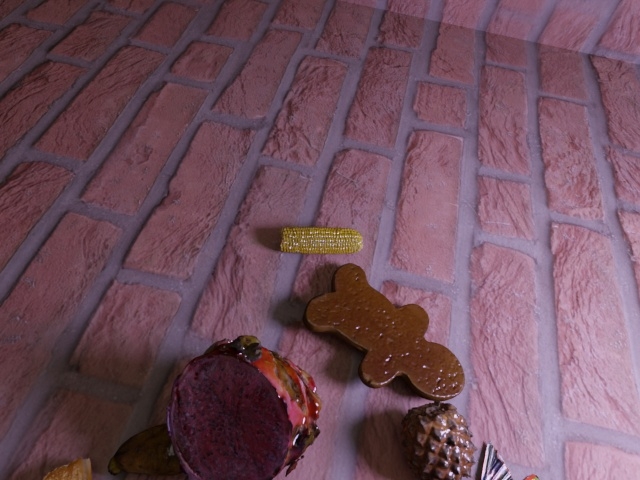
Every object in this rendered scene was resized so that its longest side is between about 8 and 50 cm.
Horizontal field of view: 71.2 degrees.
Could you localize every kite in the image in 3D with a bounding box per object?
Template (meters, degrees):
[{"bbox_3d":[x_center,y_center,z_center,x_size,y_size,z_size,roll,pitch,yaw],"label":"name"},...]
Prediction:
[{"bbox_3d":[0.419,0.575,0.984,0.184,0.014,0.241,-20,60,-22],"label":"kite"}]

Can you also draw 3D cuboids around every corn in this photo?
[{"bbox_3d":[0.000,0.000,1.291,0.249,0.081,0.081,2,56,-5],"label":"corn"}]

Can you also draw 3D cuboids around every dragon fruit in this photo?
[{"bbox_3d":[-0.146,0.347,0.951,0.314,0.263,0.296,-37,79,17],"label":"dragon fruit"}]

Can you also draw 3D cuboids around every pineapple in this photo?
[{"bbox_3d":[0.261,0.456,0.971,0.166,0.166,0.192,-10,86,-13],"label":"pineapple"}]

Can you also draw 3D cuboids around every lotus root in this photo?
[{"bbox_3d":[-0.359,0.447,0.941,0.191,0.094,0.108,-7,22,-5],"label":"lotus root"}]

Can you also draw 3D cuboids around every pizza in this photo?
[{"bbox_3d":[-0.536,0.547,0.870,0.127,0.058,0.246,18,55,3],"label":"pizza"}]

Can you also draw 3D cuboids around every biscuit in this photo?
[{"bbox_3d":[0.165,0.255,1.144,0.432,0.064,0.283,34,50,15],"label":"biscuit"}]
